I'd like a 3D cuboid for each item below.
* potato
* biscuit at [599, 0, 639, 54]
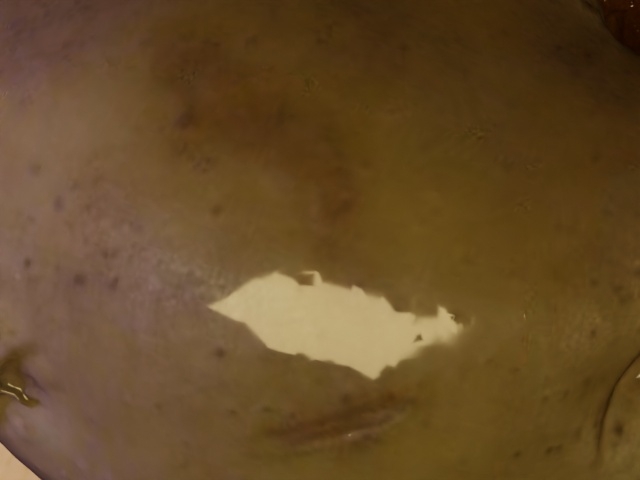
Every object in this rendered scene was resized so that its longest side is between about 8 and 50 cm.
[{"bbox_3d":[0.000,0.000,0.599,0.326,0.243,0.221,18,126,0],"label":"potato"},{"bbox_3d":[0.108,-0.073,0.681,0.092,0.016,0.082,-2,115,9],"label":"biscuit"}]
